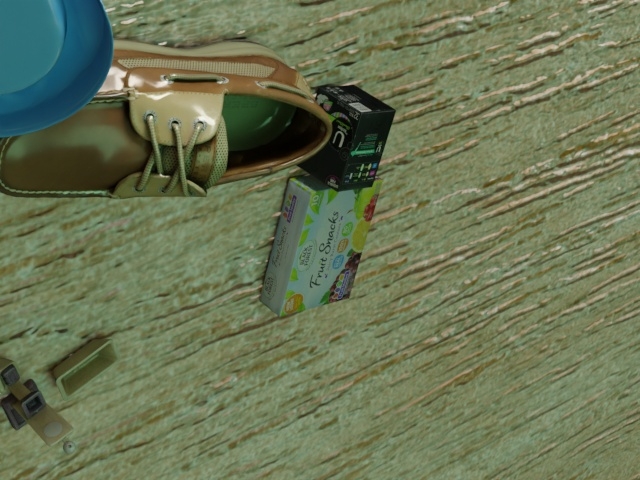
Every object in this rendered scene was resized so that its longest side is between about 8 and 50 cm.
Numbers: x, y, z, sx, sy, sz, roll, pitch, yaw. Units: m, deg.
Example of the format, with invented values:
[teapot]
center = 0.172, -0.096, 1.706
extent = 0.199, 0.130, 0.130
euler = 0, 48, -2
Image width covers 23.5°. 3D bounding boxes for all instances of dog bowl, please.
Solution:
[dog bowl]
center = -0.238, -0.202, 1.015
extent = 0.166, 0.074, 0.297
euler = -12, 136, 1

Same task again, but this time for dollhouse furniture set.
[dollhouse furniture set]
center = -0.216, 0.127, 1.350
extent = 0.114, 0.081, 0.091
euler = -37, 141, -22

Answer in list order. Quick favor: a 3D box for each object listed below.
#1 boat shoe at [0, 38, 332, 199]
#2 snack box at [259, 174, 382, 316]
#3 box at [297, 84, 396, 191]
[boat shoe]
center = -0.122, -0.093, 1.244
extent = 0.324, 0.120, 0.122
euler = -17, 130, -40
[snack box]
center = 0.000, 0.000, 1.528
extent = 0.100, 0.037, 0.141
euler = -12, 127, -41
[box]
center = 0.024, -0.097, 1.455
extent = 0.052, 0.062, 0.083
euler = -10, 126, -45
